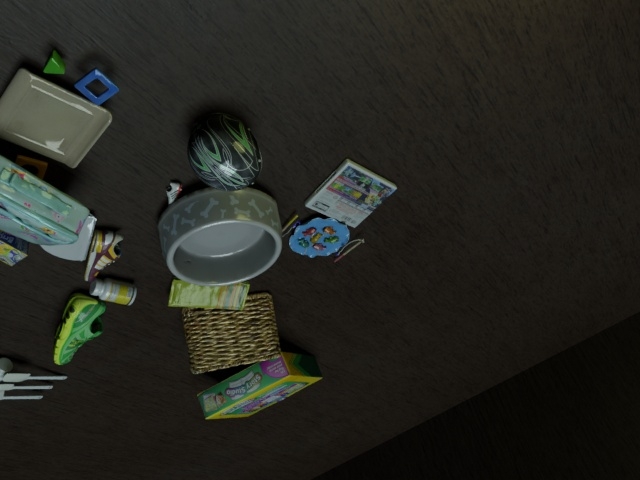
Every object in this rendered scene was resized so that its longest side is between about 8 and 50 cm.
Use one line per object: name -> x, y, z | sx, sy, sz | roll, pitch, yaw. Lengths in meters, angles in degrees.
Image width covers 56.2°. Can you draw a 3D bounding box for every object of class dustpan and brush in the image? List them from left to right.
dustpan and brush -> -0.682, -0.026, 1.485 | 0.211, 0.060, 0.147 | 5, 123, -36

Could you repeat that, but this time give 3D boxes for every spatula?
spatula -> -0.955, 0.470, 1.924 | 0.168, 0.019, 0.242 | -39, 155, 12

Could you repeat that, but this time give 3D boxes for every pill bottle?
pill bottle -> -1.005, 0.411, 1.848 | 0.120, 0.067, 0.067 | -37, 138, 21
pill bottle -> -0.589, 0.142, 1.702 | 0.116, 0.065, 0.065 | 20, 127, -37

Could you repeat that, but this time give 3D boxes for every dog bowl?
dog bowl -> -0.262, 0.003, 1.614 | 0.349, 0.102, 0.348 | -12, 147, -8

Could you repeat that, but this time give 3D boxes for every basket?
basket -> -0.295, 0.303, 1.987 | 0.299, 0.223, 0.213 | -10, 173, -11

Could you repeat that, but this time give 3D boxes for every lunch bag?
lunch bag -> -0.661, -0.084, 1.294 | 0.224, 0.107, 0.279 | 1, 155, 40

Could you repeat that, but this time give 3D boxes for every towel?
towel -> -0.339, 0.164, 1.831 | 0.237, 0.021, 0.102 | 6, 110, -24

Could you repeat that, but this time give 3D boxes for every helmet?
helmet -> -0.220, -0.196, 1.377 | 0.169, 0.161, 0.169 | -11, 141, -9

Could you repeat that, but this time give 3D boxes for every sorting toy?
sorting toy -> -0.569, -0.256, 1.259 | 0.196, 0.047, 0.348 | 27, 125, -37

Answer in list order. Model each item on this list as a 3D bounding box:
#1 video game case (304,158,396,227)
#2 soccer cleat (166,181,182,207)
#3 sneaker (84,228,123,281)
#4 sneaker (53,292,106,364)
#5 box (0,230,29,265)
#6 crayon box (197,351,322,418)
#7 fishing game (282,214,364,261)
video game case -> 0.086, -0.128, 1.691 | 0.201, 0.023, 0.183 | 22, 126, -38
soccer cleat -> -0.376, -0.116, 1.517 | 0.036, 0.029, 0.083 | 20, 130, -19
sneaker -> -0.577, 0.048, 1.594 | 0.084, 0.069, 0.185 | 7, 136, -26
sneaker -> -0.713, 0.276, 1.773 | 0.124, 0.109, 0.295 | 14, 131, -29
box -> -0.797, -0.007, 1.452 | 0.059, 0.054, 0.169 | -30, 139, 13
crayon box -> -0.215, 0.538, 2.223 | 0.363, 0.106, 0.313 | -30, 157, 13
fishing game -> 0.000, 0.000, 1.783 | 0.264, 0.041, 0.189 | 22, 133, -37
